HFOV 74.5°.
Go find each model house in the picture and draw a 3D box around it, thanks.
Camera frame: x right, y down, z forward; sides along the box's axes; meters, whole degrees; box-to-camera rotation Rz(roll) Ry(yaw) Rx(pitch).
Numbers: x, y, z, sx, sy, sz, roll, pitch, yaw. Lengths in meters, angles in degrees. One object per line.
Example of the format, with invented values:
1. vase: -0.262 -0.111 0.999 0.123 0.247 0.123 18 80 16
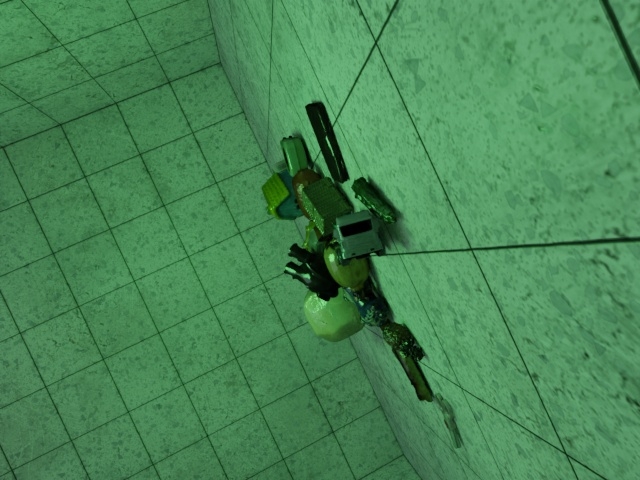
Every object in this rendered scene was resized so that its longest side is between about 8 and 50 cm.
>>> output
1. model house: -0.173 -0.249 2.316 0.216 0.303 0.237 82 163 -44

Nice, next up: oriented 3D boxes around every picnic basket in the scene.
1. picnic basket: 0.033 -0.147 1.774 0.196 0.154 0.134 55 163 29

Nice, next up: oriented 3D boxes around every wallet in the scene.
1. wallet: 0.023 -0.365 1.590 0.165 0.042 0.310 -130 17 -66

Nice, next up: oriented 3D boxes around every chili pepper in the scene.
1. chili pepper: 0.174 -0.117 1.312 0.227 0.059 0.088 53 172 49

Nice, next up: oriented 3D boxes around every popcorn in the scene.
1. popcorn: 0.000 0.000 2.344 0.266 0.192 0.233 -136 52 -77

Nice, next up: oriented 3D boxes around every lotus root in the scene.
1. lotus root: 0.130 0.122 1.863 0.310 0.182 0.183 65 172 -7

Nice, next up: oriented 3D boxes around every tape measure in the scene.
1. tape measure: -0.124 -0.421 2.124 0.235 0.115 0.207 -128 20 -71

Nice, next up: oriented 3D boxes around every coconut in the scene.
1. coconut: 0.079 0.349 2.318 0.361 0.346 0.346 63 172 -2

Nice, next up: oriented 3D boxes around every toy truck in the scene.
1. toy truck: 0.120 -0.013 1.465 0.363 0.176 0.178 -69 -36 -87

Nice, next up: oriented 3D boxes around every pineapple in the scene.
1. pineapple: 0.345 0.419 1.719 0.197 0.108 0.108 37 154 45

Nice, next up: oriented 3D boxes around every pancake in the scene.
1. pancake: 0.377 0.552 1.977 0.427 0.066 0.305 61 173 13

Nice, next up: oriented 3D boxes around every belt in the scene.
1. belt: 0.036 0.023 2.138 0.105 0.184 0.262 58 170 43

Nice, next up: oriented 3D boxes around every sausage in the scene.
1. sausage: -0.042 -0.219 2.023 0.141 0.153 0.268 19 138 48

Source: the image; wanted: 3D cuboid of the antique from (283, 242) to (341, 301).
1. antique: -0.024 0.160 2.016 0.255 0.185 0.322 26 172 17

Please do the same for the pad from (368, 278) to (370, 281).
1. pad: 0.187 0.103 2.058 0.212 0.003 0.143 67 172 -19

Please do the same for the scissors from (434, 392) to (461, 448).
1. scissors: 0.527 0.743 1.713 0.118 0.030 0.242 -154 44 -77

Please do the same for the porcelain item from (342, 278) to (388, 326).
1. porcelain item: 0.208 0.268 1.963 0.288 0.137 0.186 59 163 22

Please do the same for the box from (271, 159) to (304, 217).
1. box: -0.165 -0.314 2.562 0.173 0.145 0.333 -125 12 -58
